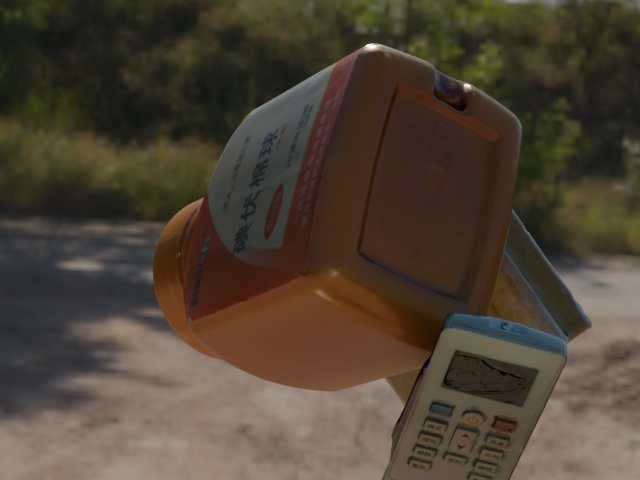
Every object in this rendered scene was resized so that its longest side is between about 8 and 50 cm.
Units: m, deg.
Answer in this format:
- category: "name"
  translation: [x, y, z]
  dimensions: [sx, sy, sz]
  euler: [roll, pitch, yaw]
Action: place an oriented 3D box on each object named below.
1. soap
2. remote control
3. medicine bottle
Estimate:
- category: "soap"
  translation: [0.072, 0.010, 1.276]
  dimensions: [0.140, 0.232, 0.073]
  euler: [-39, -10, 27]
- category: "remote control"
  translation: [0.071, 0.092, 0.888]
  dimensions: [0.065, 0.166, 0.029]
  euler: [15, 48, -1]
- category: "medicine bottle"
  translation: [-0.001, 0.000, 0.971]
  dimensions: [0.112, 0.149, 0.222]
  euler: [25, -24, -24]
